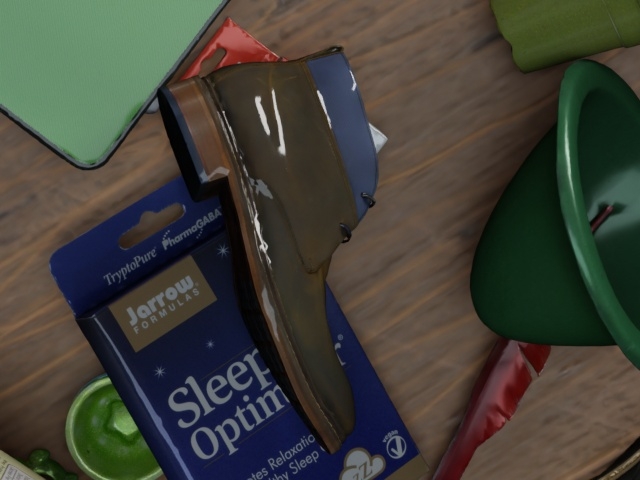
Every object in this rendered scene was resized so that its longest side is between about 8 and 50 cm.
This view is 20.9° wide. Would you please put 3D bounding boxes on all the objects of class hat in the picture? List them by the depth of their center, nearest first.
[{"bbox_3d":[0.097,0.019,0.993,0.183,0.173,0.208,-16,59,30],"label":"hat"}]

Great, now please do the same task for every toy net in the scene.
[{"bbox_3d":[-0.074,0.182,1.027,0.232,0.045,0.122,44,94,-9],"label":"toy net"}]

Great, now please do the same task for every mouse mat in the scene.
[{"bbox_3d":[-0.127,-0.152,0.943,0.152,0.007,0.190,38,93,-8],"label":"mouse mat"}]

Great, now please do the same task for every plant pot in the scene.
[{"bbox_3d":[0.140,-0.133,0.983,0.079,0.083,0.083,-23,99,13],"label":"plant pot"}]

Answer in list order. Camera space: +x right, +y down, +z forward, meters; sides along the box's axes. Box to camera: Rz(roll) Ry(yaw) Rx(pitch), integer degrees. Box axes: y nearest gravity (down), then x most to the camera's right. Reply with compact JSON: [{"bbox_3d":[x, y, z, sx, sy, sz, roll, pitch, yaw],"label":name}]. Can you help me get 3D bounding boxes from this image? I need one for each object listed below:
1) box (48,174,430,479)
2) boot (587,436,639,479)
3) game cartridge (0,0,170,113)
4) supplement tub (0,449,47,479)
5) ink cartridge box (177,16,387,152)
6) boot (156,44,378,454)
[{"bbox_3d":[-0.045,0.074,0.992,0.136,0.036,0.225,-33,99,-25],"label":"box"},{"bbox_3d":[0.177,0.183,0.996,0.077,0.137,0.198,39,95,-8],"label":"boot"},{"bbox_3d":[-0.217,-0.195,0.960,0.297,0.062,0.198,11,102,-5],"label":"game cartridge"},{"bbox_3d":[-0.167,0.257,0.937,0.325,0.235,0.235,35,95,-8],"label":"supplement tub"},{"bbox_3d":[-0.025,-0.070,1.000,0.115,0.029,0.063,37,94,-9],"label":"ink cartridge box"},{"bbox_3d":[0.000,0.000,0.946,0.106,0.082,0.219,-23,92,-11],"label":"boot"}]
